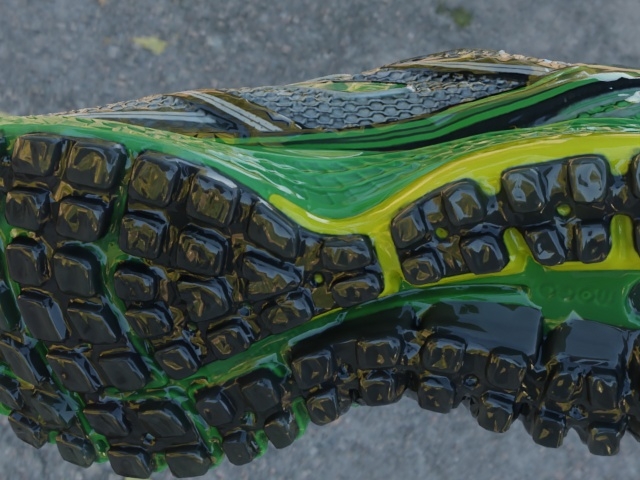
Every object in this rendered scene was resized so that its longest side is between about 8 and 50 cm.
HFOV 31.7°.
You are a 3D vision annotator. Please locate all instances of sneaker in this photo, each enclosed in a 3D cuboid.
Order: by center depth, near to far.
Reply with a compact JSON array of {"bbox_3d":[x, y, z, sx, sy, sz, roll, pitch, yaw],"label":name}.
[{"bbox_3d":[0.000,0.000,0.423,0.343,0.134,0.146,1,27,9],"label":"sneaker"}]
